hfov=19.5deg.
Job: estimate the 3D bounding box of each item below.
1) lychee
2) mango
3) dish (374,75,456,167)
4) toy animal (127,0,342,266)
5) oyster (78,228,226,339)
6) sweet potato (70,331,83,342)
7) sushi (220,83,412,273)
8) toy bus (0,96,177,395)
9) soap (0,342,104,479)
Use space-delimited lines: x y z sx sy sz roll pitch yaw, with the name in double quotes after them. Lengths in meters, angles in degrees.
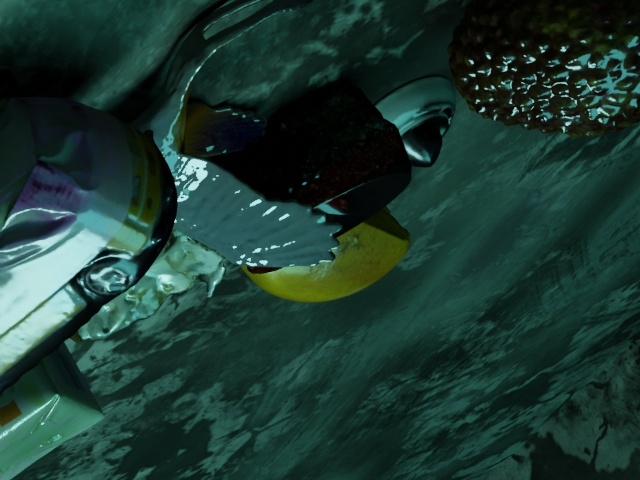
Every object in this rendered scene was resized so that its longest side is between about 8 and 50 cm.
0.272 -0.218 2.018 0.271 0.236 0.236 -18 161 9 "lychee"
0.000 0.000 2.251 0.252 0.126 0.154 -9 137 -44 "mango"
0.115 -0.121 2.208 0.141 0.078 0.141 -28 159 -12 "dish"
-0.142 -0.105 1.830 0.302 0.225 0.284 -15 136 -12 "toy animal"
-0.215 0.034 2.085 0.223 0.083 0.214 -26 155 -2 "oyster"
-0.288 0.043 1.975 0.056 0.056 0.195 -30 129 -7 "sweet potato"
-0.016 -0.070 2.067 0.225 0.126 0.136 -31 158 -5 "sushi"
-0.316 0.021 1.737 0.386 0.171 0.162 -38 137 25 "toy bus"
-0.363 0.145 1.958 0.182 0.199 0.138 -33 162 5 "soap"
